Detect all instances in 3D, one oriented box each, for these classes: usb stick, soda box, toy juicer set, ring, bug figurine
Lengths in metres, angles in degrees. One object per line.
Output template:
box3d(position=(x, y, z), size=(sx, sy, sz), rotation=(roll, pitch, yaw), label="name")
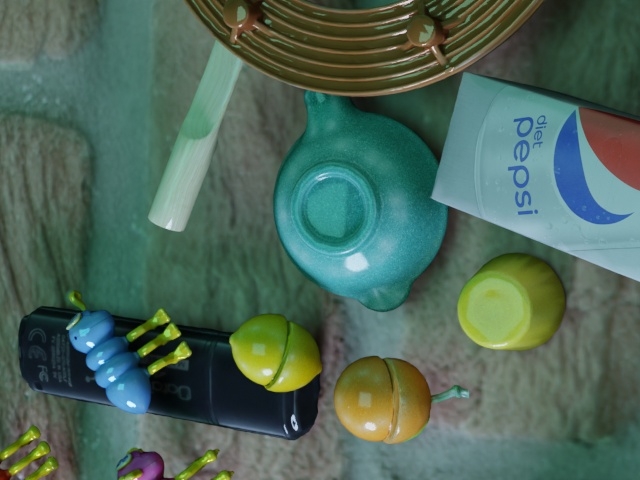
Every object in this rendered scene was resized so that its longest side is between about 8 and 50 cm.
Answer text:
box3d(position=(-0.124, 0.101, 1.271), size=(0.278, 0.045, 0.077), rotation=(6, 102, 31), label="usb stick")
box3d(position=(0.203, -0.026, 0.991), size=(0.286, 0.098, 0.091), rotation=(25, 104, 48), label="soda box")
box3d(position=(0.000, 0.000, 1.163), size=(0.329, 0.089, 0.209), rotation=(47, 109, 13), label="toy juicer set")
box3d(position=(0.023, -0.264, 1.073), size=(0.336, 0.032, 0.336), rotation=(1, 93, 27), label="ring")
box3d(position=(-0.187, 0.180, 1.262), size=(0.279, 0.072, 0.216), rotation=(-42, 80, 34), label="bug figurine")
